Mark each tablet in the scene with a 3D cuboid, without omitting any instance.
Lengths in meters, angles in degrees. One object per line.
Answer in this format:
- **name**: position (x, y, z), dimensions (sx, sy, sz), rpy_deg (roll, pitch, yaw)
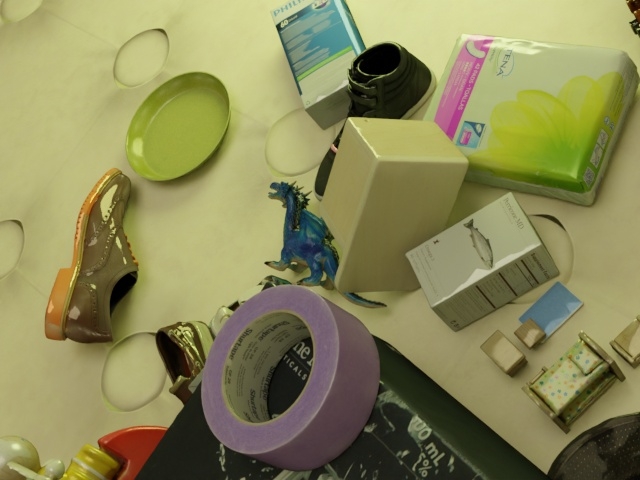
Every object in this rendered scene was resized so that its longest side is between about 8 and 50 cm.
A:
- **tablet**: position (0.327, 0.101, 1.390), dimensions (0.083, 0.006, 0.054), rpy_deg (-44, 52, 2)

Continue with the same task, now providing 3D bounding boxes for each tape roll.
- **tape roll**: position (-0.034, 0.149, 1.064), dimensions (0.189, 0.080, 0.189), rpy_deg (-20, 56, 31)

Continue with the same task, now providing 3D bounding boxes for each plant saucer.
- **plant saucer**: position (-0.267, -0.214, 1.879), dimensions (0.241, 0.037, 0.241), rpy_deg (-13, 59, 23)

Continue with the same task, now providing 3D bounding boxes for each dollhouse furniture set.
- **dollhouse furniture set**: position (0.328, 0.130, 1.307), dimensions (0.182, 0.101, 0.161), rpy_deg (-45, 56, 2)

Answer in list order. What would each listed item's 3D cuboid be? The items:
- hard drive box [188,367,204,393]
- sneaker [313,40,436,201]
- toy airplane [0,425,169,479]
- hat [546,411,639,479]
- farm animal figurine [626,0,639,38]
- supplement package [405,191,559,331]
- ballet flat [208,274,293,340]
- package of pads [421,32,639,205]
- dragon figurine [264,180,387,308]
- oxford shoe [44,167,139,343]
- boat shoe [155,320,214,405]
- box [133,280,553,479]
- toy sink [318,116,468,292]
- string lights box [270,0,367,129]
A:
- **hard drive box**: position (-0.049, 0.202, 1.411), dimensions (0.181, 0.232, 0.089), rpy_deg (-50, 53, -1)
- **sneaker**: position (0.062, -0.205, 1.615), dimensions (0.104, 0.147, 0.296), rpy_deg (37, 88, 36)
- **toy airplane**: position (-0.417, 0.417, 1.419), dimensions (0.386, 0.384, 0.272), rpy_deg (-36, 91, 27)
- **hat**: position (0.410, 0.366, 1.118), dimensions (0.331, 0.134, 0.331), rpy_deg (-20, 59, 37)
- **farm animal figurine**: position (0.542, -0.270, 1.333), dimensions (0.172, 0.330, 0.327), rpy_deg (-27, 26, 18)
- **supplement package**: position (0.234, 0.033, 1.416), dimensions (0.179, 0.105, 0.105), rpy_deg (-32, 53, 12)
- **ballet flat**: position (-0.131, 0.116, 1.611), dimensions (0.188, 0.070, 0.070), rpy_deg (-37, 53, 9)
- **package of pads**: position (0.312, -0.194, 1.494), dimensions (0.296, 0.101, 0.229), rpy_deg (16, 75, 35)
- **dragon figurine**: position (0.000, 0.000, 1.557), dimensions (0.289, 0.085, 0.144), rpy_deg (29, 102, 45)
- **oxford shoe**: position (-0.390, 0.030, 1.795), dimensions (0.133, 0.130, 0.364), rpy_deg (11, 60, -1)
- **boat shoe**: position (-0.197, 0.240, 1.546), dimensions (0.095, 0.095, 0.257), rpy_deg (-56, 48, 30)
- **box**: position (0.018, 0.390, 1.157), dimensions (0.472, 0.297, 0.480), rpy_deg (-55, 45, 2)
- **toy sink**: position (0.095, -0.054, 1.463), dimensions (0.131, 0.153, 0.234), rpy_deg (-121, 38, -47)
- **string lights box**: position (0.010, -0.342, 1.760), dimensions (0.133, 0.077, 0.260), rpy_deg (-28, 55, 14)
